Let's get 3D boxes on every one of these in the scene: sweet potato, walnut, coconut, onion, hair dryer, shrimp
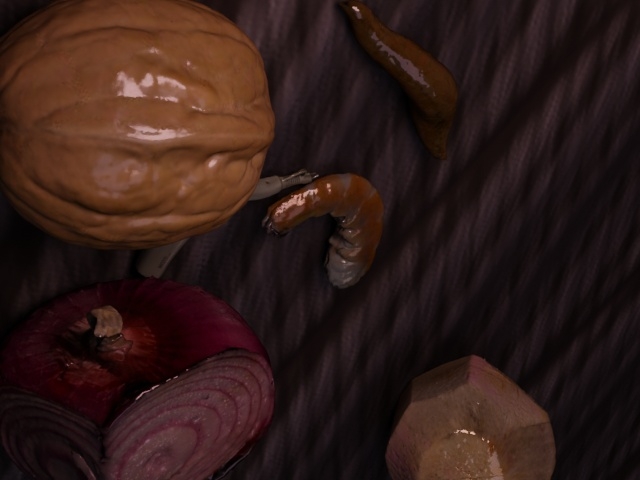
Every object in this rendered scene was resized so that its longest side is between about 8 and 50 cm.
[{"bbox_3d":[0.098,-0.172,1.251,0.069,0.059,0.249,-9,146,26],"label":"sweet potato"},{"bbox_3d":[-0.159,-0.102,1.029,0.261,0.225,0.225,-2,128,-32],"label":"walnut"},{"bbox_3d":[0.201,0.272,1.624,0.236,0.237,0.197,13,116,-42],"label":"coconut"},{"bbox_3d":[-0.195,0.141,1.207,0.256,0.230,0.272,-6,121,-43],"label":"onion"},{"bbox_3d":[-0.110,-0.026,1.264,0.167,0.067,0.199,-47,154,25],"label":"hair dryer"},{"bbox_3d":[0.000,0.000,1.338,0.166,0.049,0.161,-13,131,-38],"label":"shrimp"}]
